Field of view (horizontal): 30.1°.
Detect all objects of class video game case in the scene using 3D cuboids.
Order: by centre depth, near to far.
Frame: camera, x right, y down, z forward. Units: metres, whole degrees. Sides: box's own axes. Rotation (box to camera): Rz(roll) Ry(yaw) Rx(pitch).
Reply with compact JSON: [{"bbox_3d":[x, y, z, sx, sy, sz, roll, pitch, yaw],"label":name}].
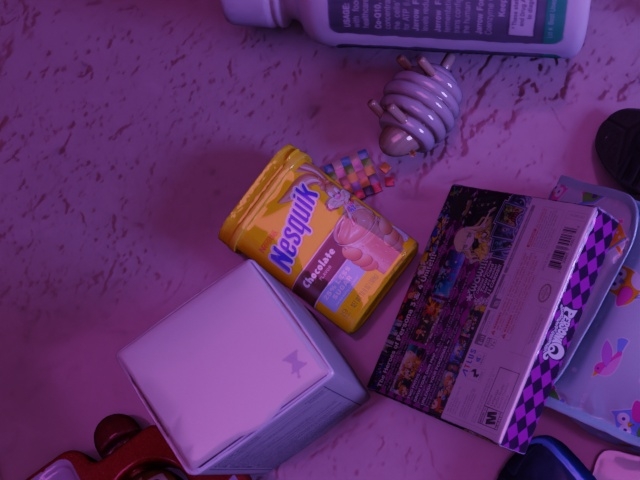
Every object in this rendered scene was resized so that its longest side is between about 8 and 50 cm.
[{"bbox_3d":[0.158,0.066,1.141,0.042,0.210,0.232,27,83,-33],"label":"video game case"}]

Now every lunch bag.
[{"bbox_3d":[0.294,0.077,1.135,0.262,0.160,0.223,26,90,23],"label":"lunch bag"}]

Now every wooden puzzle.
[{"bbox_3d":[0.035,-0.066,1.264,0.083,0.006,0.049,-23,79,3],"label":"wooden puzzle"}]

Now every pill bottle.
[{"bbox_3d":[0.088,-0.293,1.195,0.361,0.204,0.204,4,81,7],"label":"pill bottle"}]

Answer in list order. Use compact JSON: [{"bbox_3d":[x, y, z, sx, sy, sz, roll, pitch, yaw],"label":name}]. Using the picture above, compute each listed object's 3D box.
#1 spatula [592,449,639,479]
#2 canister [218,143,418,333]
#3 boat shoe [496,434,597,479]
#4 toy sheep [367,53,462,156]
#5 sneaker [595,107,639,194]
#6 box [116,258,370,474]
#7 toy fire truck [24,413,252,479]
[{"bbox_3d":[0.366,0.316,1.154,0.242,0.019,0.168,18,83,10],"label":"spatula"},{"bbox_3d":[0.000,0.000,1.221,0.170,0.073,0.126,37,91,11],"label":"canister"},{"bbox_3d":[0.269,0.305,1.125,0.089,0.109,0.258,-43,62,11],"label":"boat shoe"},{"bbox_3d":[0.103,-0.142,1.228,0.091,0.091,0.132,33,81,11],"label":"toy sheep"},{"bbox_3d":[0.382,-0.054,1.188,0.227,0.130,0.087,30,90,38],"label":"sneaker"},{"bbox_3d":[-0.057,0.127,1.087,0.148,0.311,0.121,-35,76,-1],"label":"box"},{"bbox_3d":[-0.204,0.305,1.166,0.302,0.169,0.254,-38,60,-1],"label":"toy fire truck"}]
